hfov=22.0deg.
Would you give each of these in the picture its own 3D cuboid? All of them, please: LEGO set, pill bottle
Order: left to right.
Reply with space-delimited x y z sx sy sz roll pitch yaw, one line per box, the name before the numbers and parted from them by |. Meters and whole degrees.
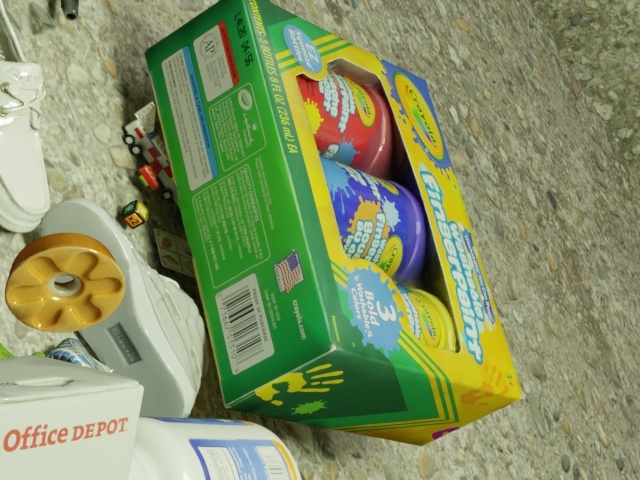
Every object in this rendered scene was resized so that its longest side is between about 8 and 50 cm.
pill bottle | -0.145 0.240 1.533 0.272 0.152 0.152 12 59 -59
LEGO set | -0.145 -0.044 1.880 0.244 0.060 0.182 24 45 -54

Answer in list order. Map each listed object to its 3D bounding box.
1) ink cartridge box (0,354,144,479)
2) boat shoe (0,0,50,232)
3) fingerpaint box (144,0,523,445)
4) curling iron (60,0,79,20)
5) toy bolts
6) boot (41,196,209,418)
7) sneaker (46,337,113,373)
ink cartridge box | -0.250 0.231 1.242 0.197 0.114 0.273 1 102 -62
boat shoe | -0.313 -0.146 1.591 0.098 0.096 0.277 -14 82 -65
fingerpaint box | 0.020 -0.017 1.874 0.371 0.163 0.445 20 49 -50
curling iron | -0.300 -0.360 1.866 0.068 0.035 0.274 24 48 -49
toy bolts | -0.279 0.091 1.346 0.228 0.218 0.158 34 26 -37
boot | -0.194 0.058 1.679 0.123 0.095 0.258 -64 135 -65
sneaker | -0.213 0.147 1.599 0.135 0.052 0.058 57 21 -24
